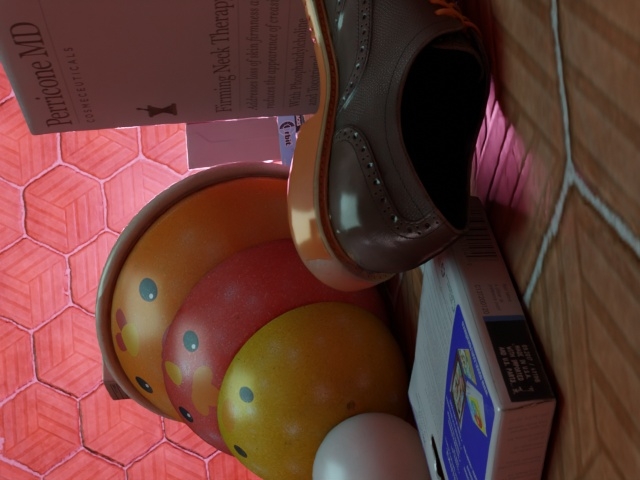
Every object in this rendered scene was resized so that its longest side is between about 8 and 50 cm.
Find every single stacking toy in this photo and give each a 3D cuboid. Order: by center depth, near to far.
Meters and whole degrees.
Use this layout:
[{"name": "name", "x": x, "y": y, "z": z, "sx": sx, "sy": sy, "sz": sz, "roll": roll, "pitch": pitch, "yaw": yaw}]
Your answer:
[{"name": "stacking toy", "x": -0.019, "y": 0.142, "z": 1.175, "sx": 0.480, "sy": 0.350, "sz": 0.350, "roll": -138, "pitch": 41, "yaw": -56}]

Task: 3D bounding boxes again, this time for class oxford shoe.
[{"name": "oxford shoe", "x": 0.069, "y": -0.146, "z": 0.795, "sx": 0.133, "sy": 0.130, "sz": 0.363, "roll": -18, "pitch": 62, "yaw": 45}]

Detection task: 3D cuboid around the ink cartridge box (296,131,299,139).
[{"name": "ink cartridge box", "x": 0.023, "y": -0.082, "z": 1.235, "sx": 0.122, "sy": 0.088, "sz": 0.052, "roll": -106, "pitch": 11, "yaw": -60}]

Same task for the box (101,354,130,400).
[{"name": "box", "x": -0.166, "y": 0.157, "z": 1.649, "sx": 0.148, "sy": 0.311, "sz": 0.121, "roll": 106, "pitch": 159, "yaw": -70}]

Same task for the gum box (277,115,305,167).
[{"name": "gum box", "x": -0.026, "y": -0.116, "z": 1.688, "sx": 0.184, "sy": 0.041, "sz": 0.157, "roll": 67, "pitch": -166, "yaw": -61}]

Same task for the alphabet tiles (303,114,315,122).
[{"name": "alphabet tiles", "x": -0.026, "y": -0.277, "z": 1.646, "sx": 0.278, "sy": 0.021, "sz": 0.284, "roll": 75, "pitch": -173, "yaw": -65}]

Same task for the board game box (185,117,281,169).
[{"name": "board game box", "x": -0.152, "y": -0.194, "z": 2.157, "sx": 0.303, "sy": 0.224, "sz": 0.097, "roll": -160, "pitch": 64, "yaw": -83}]

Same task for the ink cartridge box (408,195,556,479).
[{"name": "ink cartridge box", "x": 0.108, "y": 0.111, "z": 0.790, "sx": 0.206, "sy": 0.045, "sz": 0.208, "roll": -102, "pitch": 11, "yaw": -49}]

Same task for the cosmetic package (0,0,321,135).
[{"name": "cosmetic package", "x": -0.142, "y": -0.334, "z": 1.153, "sx": 0.329, "sy": 0.394, "sz": 0.327, "roll": 100, "pitch": 164, "yaw": -70}]
